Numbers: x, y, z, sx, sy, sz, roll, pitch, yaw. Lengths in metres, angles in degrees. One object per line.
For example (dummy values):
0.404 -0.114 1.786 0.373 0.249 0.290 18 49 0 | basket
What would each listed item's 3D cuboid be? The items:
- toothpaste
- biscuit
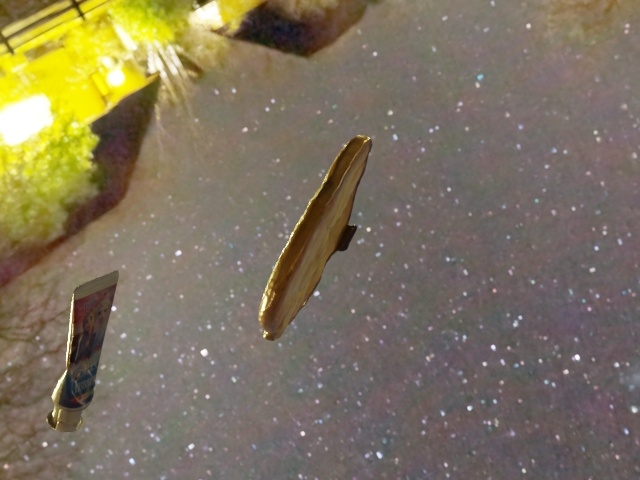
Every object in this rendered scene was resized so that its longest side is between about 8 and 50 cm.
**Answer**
-0.364 0.172 1.096 0.061 0.266 0.096 25 -158 15 | toothpaste
-0.005 -0.002 0.830 0.260 0.041 0.203 -65 166 7 | biscuit
